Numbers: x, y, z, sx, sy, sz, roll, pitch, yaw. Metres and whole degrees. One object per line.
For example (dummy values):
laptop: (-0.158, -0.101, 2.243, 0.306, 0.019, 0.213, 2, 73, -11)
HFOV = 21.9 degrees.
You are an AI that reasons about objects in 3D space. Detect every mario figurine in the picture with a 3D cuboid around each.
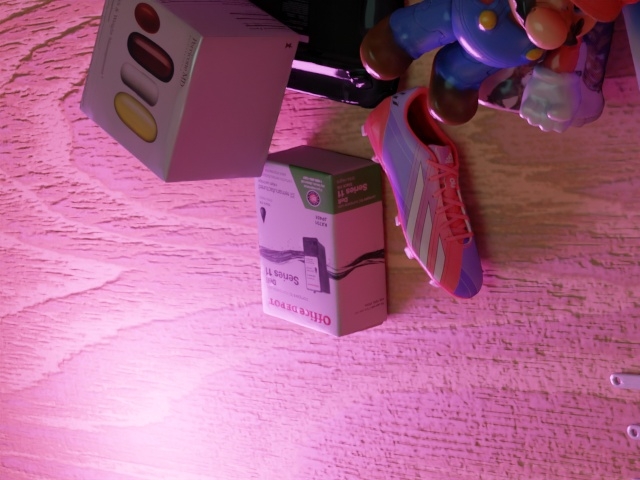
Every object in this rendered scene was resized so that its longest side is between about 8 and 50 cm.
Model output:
mario figurine: (0.162, -0.188, 1.451, 0.320, 0.198, 0.170, -30, 70, 54)

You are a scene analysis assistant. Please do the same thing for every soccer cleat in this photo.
soccer cleat: (0.130, -0.054, 1.874, 0.095, 0.083, 0.248, -33, 76, 42)

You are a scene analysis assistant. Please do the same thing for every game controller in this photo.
game controller: (-0.020, -0.261, 1.997, 0.319, 0.067, 0.166, 18, 102, 44)

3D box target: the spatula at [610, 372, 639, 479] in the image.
spatula: (0.401, 0.211, 1.699, 0.242, 0.019, 0.168, -2, 103, 49)

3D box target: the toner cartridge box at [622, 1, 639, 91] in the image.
toner cartridge box: (0.343, -0.249, 1.489, 0.075, 0.165, 0.348, -7, 97, 51)

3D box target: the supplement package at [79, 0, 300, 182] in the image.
supplement package: (-0.162, -0.200, 1.993, 0.203, 0.149, 0.194, 38, 122, 40)

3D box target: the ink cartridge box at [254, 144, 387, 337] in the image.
ink cartridge box: (0.000, 0.000, 2.033, 0.153, 0.087, 0.208, 14, 114, 47)

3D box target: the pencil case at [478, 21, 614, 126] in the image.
pencil case: (0.212, -0.324, 1.615, 0.183, 0.160, 0.410, 28, 123, 45)
